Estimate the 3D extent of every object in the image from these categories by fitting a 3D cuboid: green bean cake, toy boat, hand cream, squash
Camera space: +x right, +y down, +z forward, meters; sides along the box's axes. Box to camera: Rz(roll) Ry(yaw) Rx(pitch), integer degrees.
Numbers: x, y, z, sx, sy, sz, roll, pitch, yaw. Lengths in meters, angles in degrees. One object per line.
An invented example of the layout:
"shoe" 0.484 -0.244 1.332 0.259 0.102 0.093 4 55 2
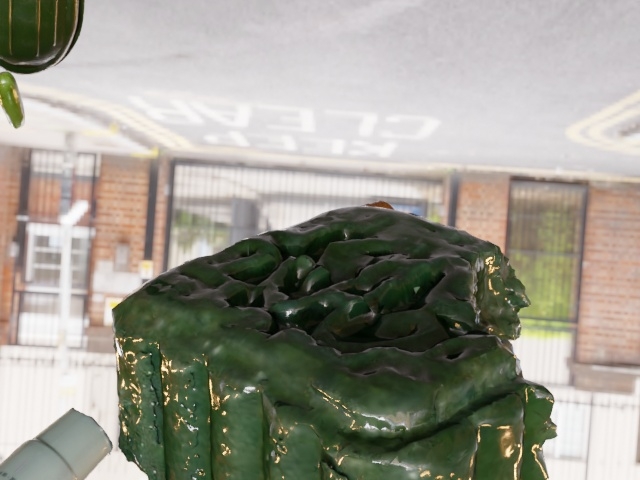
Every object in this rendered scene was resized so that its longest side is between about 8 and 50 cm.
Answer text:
"green bean cake" 0.043 0.098 0.762 0.300 0.169 0.308 22 -149 38
"toy boat" -0.262 -0.230 0.932 0.104 0.052 0.210 1 136 -16
"hand cream" -0.278 0.237 0.727 0.085 0.058 0.331 20 -138 29
"squash" -0.338 -0.151 1.142 0.027 0.027 0.089 4 147 2

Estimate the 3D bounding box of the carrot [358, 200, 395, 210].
"carrot" 0.000 0.000 1.454 0.256 0.061 0.061 -18 -176 -9
